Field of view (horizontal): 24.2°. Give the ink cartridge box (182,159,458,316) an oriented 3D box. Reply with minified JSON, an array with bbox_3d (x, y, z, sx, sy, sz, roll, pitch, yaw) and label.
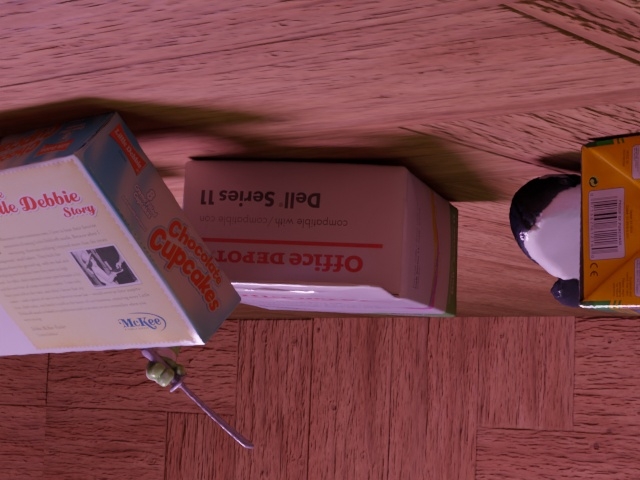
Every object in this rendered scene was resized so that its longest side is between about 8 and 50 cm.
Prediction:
[{"bbox_3d":[0.000,0.000,1.368,0.207,0.119,0.353,2,175,14],"label":"ink cartridge box"}]

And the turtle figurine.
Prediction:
[{"bbox_3d":[-0.161,0.066,1.729,0.266,0.274,0.198,12,135,-38],"label":"turtle figurine"}]

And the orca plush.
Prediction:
[{"bbox_3d":[0.270,-0.030,1.324,0.287,0.102,0.151,-6,133,-26],"label":"orca plush"}]

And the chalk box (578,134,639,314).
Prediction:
[{"bbox_3d":[0.317,-0.005,1.156,0.213,0.132,0.132,6,173,-40],"label":"chalk box"}]

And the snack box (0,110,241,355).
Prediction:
[{"bbox_3d":[-0.233,0.005,1.224,0.322,0.060,0.187,-6,125,43],"label":"snack box"}]
